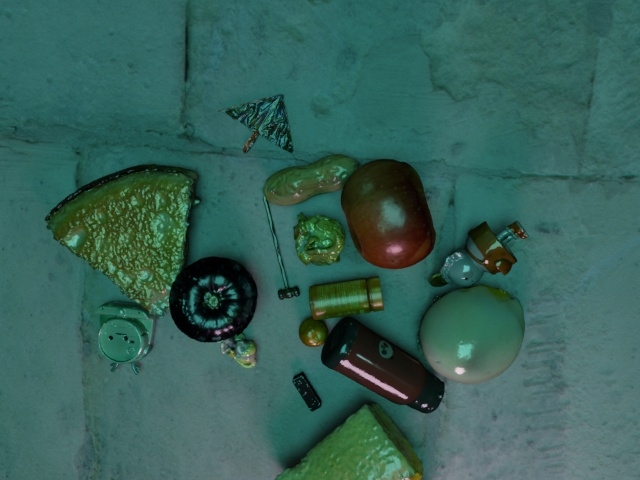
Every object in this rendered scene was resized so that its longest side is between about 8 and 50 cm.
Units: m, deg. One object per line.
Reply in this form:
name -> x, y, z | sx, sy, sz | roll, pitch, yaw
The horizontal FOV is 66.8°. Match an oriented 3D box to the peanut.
peanut -> -0.023, -0.156, 1.266 | 0.263, 0.117, 0.101 | -16, 115, 3

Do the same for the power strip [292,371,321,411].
power strip -> -0.038, 0.427, 1.375 | 0.038, 0.029, 0.111 | -30, 96, 7

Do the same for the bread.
bread -> 0.069, 0.641, 1.300 | 0.375, 0.165, 0.236 | -42, 64, 9

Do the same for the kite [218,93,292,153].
kite -> -0.160, -0.317, 1.306 | 0.232, 0.009, 0.189 | 34, 99, 1

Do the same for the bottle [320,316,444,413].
bottle -> 0.174, 0.342, 1.281 | 0.336, 0.144, 0.144 | 32, 98, -9

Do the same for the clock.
clock -> -0.555, 0.281, 1.380 | 0.159, 0.066, 0.211 | 4, 98, 5

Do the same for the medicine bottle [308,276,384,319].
medicine bottle -> 0.069, 0.155, 1.301 | 0.192, 0.096, 0.096 | -8, 96, 5

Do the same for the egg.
egg -> 0.404, 0.262, 1.244 | 0.286, 0.174, 0.264 | -15, 105, 1

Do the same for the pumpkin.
pumpkin -> -0.282, 0.155, 1.282 | 0.233, 0.163, 0.233 | 1, 84, -9

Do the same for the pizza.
pizza -> -0.491, -0.058, 1.330 | 0.435, 0.080, 0.392 | 38, 98, -2

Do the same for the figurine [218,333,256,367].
figurine -> -0.256, 0.291, 1.359 | 0.187, 0.083, 0.083 | 28, 98, -6

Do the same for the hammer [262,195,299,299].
hammer -> -0.118, 0.018, 1.337 | 0.058, 0.029, 0.292 | -13, 94, 4

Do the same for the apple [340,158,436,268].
apple -> 0.165, -0.060, 1.190 | 0.206, 0.251, 0.272 | -17, 126, 6

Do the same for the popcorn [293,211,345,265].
popcorn -> 0.000, 0.000, 1.282 | 0.135, 0.162, 0.141 | -20, 122, -27

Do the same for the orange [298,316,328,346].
orange -> -0.020, 0.252, 1.332 | 0.083, 0.070, 0.083 | -2, 100, -11

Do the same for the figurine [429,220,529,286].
figurine -> 0.401, 0.040, 1.256 | 0.271, 0.143, 0.143 | -25, 95, 32
